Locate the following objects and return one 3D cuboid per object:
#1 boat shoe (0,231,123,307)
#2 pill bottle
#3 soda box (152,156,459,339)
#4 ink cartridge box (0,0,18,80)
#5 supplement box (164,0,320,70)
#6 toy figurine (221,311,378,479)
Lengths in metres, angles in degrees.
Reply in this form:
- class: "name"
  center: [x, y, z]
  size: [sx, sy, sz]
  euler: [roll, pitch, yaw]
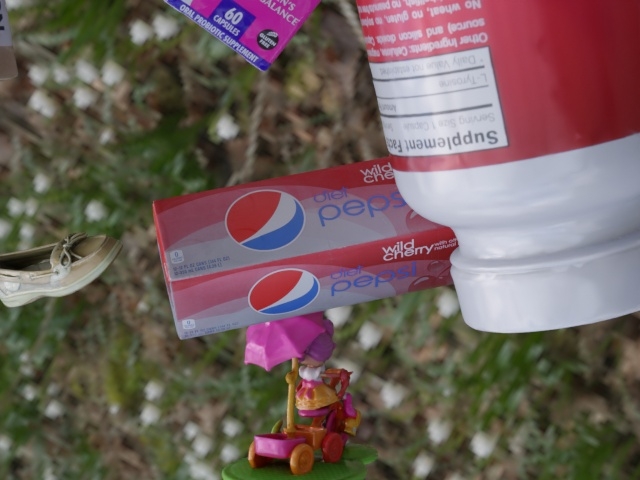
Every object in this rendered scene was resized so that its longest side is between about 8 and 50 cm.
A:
- class: "boat shoe"
  center: [-0.250, 0.020, 1.466]
  size: [0.153, 0.056, 0.048]
  euler: [-15, 121, 36]
- class: "pill bottle"
  center: [0.147, -0.151, 1.153]
  size: [0.229, 0.229, 0.407]
  euler: [-166, 62, -69]
- class: "soda box"
  center: [0.000, 0.000, 1.307]
  size: [0.083, 0.263, 0.092]
  euler: [87, 169, -51]
- class: "ink cartridge box"
  center: [-0.337, -0.232, 1.240]
  size: [0.088, 0.234, 0.193]
  euler: [-8, -175, 21]
- class: "supplement box"
  center: [-0.029, -0.274, 1.370]
  size: [0.111, 0.220, 0.114]
  euler: [34, -165, -18]
- class: "toy figurine"
  center: [-0.011, 0.129, 1.418]
  size: [0.130, 0.159, 0.173]
  euler: [4, -173, 36]
